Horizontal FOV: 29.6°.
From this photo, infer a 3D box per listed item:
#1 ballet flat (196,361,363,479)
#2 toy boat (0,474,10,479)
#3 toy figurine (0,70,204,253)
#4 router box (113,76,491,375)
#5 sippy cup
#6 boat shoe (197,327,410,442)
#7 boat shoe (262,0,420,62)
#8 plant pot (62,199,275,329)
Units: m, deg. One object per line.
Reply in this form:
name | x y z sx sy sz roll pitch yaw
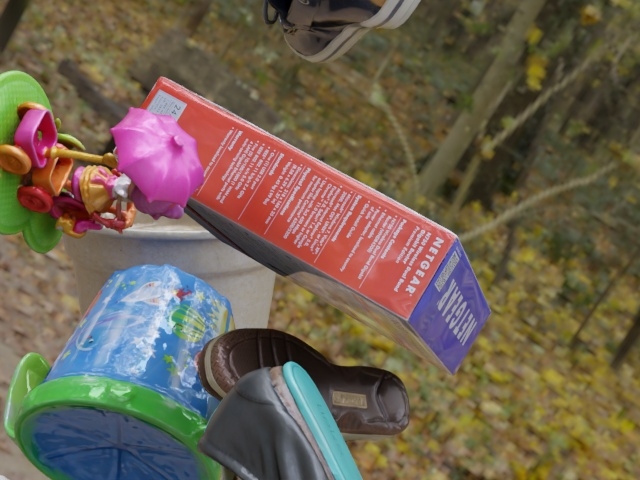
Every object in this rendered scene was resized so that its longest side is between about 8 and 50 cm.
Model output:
ballet flat | 0.015 0.203 0.707 0.280 0.096 0.095 56 6 28
toy boat | -0.161 0.312 0.700 0.148 0.267 0.318 -7 45 4
toy figurine | -0.167 -0.048 0.950 0.159 0.130 0.173 6 -37 16
router box | 0.000 0.000 1.145 0.301 0.082 0.335 29 -6 17
sippy cup | -0.201 0.157 1.385 0.305 0.240 0.224 18 51 -3
boat shoe | -0.028 0.154 1.158 0.257 0.095 0.095 25 54 -40
boat shoe | 0.012 -0.337 1.521 0.156 0.186 0.500 25 -1 -12
plant pot | -0.199 0.101 1.663 0.334 0.305 0.334 2 13 0
